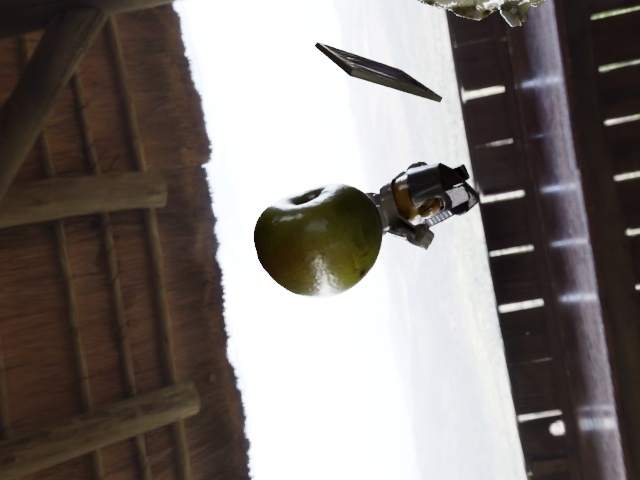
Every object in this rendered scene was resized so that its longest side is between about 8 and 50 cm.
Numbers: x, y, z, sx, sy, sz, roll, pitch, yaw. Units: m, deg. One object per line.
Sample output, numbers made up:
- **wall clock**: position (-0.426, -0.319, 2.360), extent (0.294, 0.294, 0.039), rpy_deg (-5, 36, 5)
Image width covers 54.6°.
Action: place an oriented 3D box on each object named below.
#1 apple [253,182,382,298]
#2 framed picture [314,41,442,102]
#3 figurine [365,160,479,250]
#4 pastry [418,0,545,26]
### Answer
- **apple**: position (0.000, 0.000, 0.944), extent (0.196, 0.197, 0.156), rpy_deg (-87, -21, -66)
- **framed picture**: position (0.133, -0.389, 1.431), extent (0.192, 0.266, 0.018), rpy_deg (52, 126, 45)
- **figurine**: position (0.209, -0.085, 1.421), extent (0.143, 0.309, 0.308), rpy_deg (39, -145, -46)
- **pastry**: position (0.222, -0.434, 0.808), extent (0.136, 0.330, 0.329), rpy_deg (54, -156, -51)
